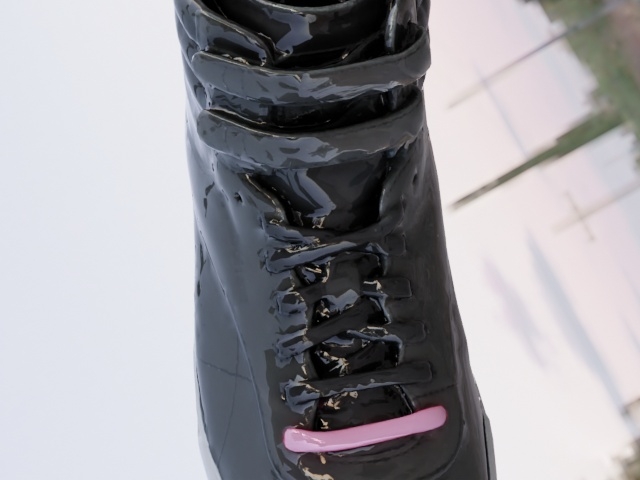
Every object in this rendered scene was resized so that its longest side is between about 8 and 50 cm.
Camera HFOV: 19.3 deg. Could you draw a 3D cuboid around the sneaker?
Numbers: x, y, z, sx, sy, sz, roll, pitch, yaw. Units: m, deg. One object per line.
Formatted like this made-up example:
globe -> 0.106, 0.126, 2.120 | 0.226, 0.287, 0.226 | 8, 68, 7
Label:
sneaker -> 0.000, 0.000, 0.636 | 0.147, 0.104, 0.296 | 88, 173, -69
